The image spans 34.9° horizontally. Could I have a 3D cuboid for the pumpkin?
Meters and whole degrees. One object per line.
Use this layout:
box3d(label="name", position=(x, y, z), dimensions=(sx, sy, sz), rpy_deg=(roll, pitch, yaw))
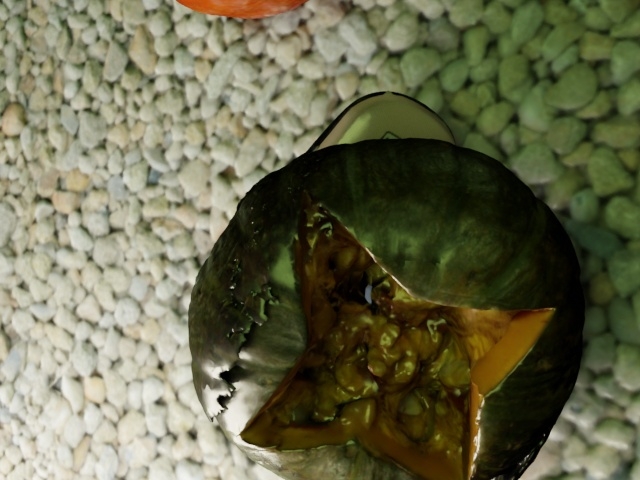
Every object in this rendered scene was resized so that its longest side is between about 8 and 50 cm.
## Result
box3d(label="pumpkin", position=(0.054, 0.065, 0.814), dimensions=(0.321, 0.192, 0.320), rpy_deg=(1, 111, 3))

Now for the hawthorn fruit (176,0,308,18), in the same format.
box3d(label="hawthorn fruit", position=(-0.091, -0.317, 0.967), dimensions=(0.272, 0.242, 0.241), rpy_deg=(-15, 78, 45))

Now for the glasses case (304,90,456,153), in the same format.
box3d(label="glasses case", position=(0.000, 0.000, 0.937), dimensions=(0.314, 0.122, 0.075), rpy_deg=(-49, 21, 18))
